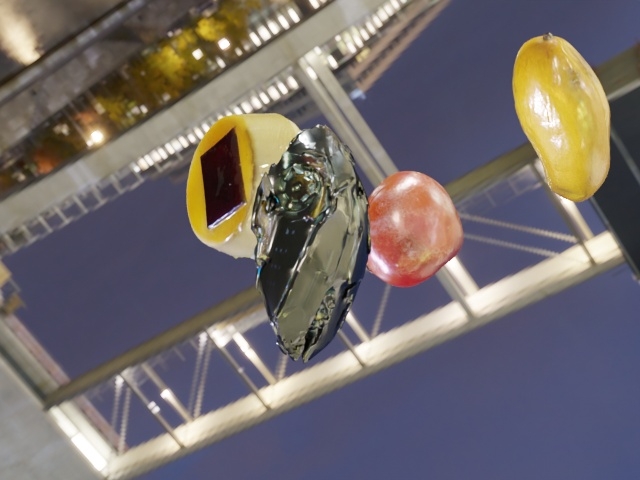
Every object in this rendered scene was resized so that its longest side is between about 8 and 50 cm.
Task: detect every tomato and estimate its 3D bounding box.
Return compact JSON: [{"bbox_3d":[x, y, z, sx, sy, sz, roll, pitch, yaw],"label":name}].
[{"bbox_3d":[0.143,-0.019,1.520,0.151,0.187,0.187,4,-139,46],"label":"tomato"}]

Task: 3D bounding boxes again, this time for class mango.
[{"bbox_3d":[0.471,-0.230,1.827,0.144,0.359,0.187,-36,-155,-22],"label":"mango"}]

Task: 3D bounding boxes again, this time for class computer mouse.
[{"bbox_3d":[0.000,0.000,0.932,0.078,0.146,0.241,0,-102,40],"label":"computer mouse"}]

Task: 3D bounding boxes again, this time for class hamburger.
[{"bbox_3d":[-0.130,-0.107,1.841,0.300,0.176,0.300,-18,-113,52],"label":"hamburger"}]
